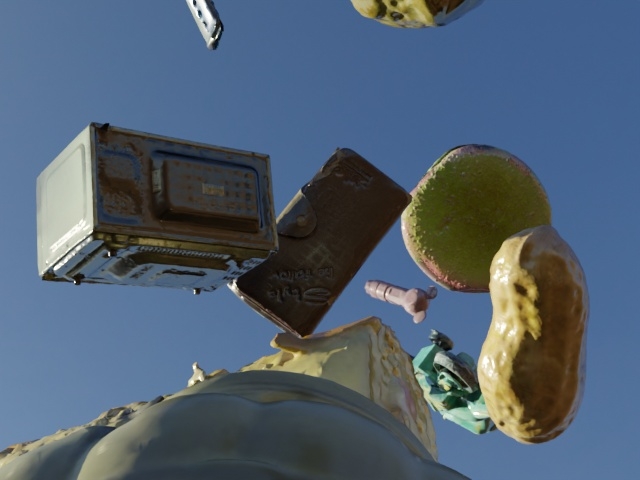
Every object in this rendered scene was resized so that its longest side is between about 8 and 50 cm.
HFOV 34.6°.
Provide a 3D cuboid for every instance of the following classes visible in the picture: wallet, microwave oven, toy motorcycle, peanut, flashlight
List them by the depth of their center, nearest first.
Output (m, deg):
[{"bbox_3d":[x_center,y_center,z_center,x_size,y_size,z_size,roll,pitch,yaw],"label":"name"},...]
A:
[{"bbox_3d":[0.196,0.092,0.947,0.108,0.095,0.226,-26,-55,-42],"label":"peanut"},{"bbox_3d":[-0.167,-0.020,1.047,0.205,0.129,0.163,6,-21,-34],"label":"microwave oven"},{"bbox_3d":[0.000,0.000,1.246,0.122,0.031,0.232,36,-103,7],"label":"wallet"},{"bbox_3d":[0.101,0.072,1.298,0.031,0.110,0.052,36,-104,-42],"label":"flashlight"},{"bbox_3d":[0.221,0.250,1.685,0.198,0.296,0.109,39,-103,2],"label":"toy motorcycle"}]

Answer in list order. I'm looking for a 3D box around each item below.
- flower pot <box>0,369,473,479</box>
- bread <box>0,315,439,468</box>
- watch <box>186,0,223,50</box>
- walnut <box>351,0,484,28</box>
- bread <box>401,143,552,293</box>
[{"bbox_3d":[-0.033,0.199,0.452,0.307,0.244,0.308,1,-79,4],"label":"flower pot"},{"bbox_3d":[-0.090,0.212,0.767,0.375,0.237,0.165,-22,-35,23],"label":"bread"},{"bbox_3d":[-0.131,-0.366,1.109,0.274,0.276,0.068,48,-43,-6],"label":"watch"},{"bbox_3d":[0.042,-0.128,0.423,0.092,0.092,0.092,-6,-51,-7],"label":"walnut"},{"bbox_3d":[0.231,-0.028,1.532,0.228,0.033,0.229,2,-81,11],"label":"bread"}]
